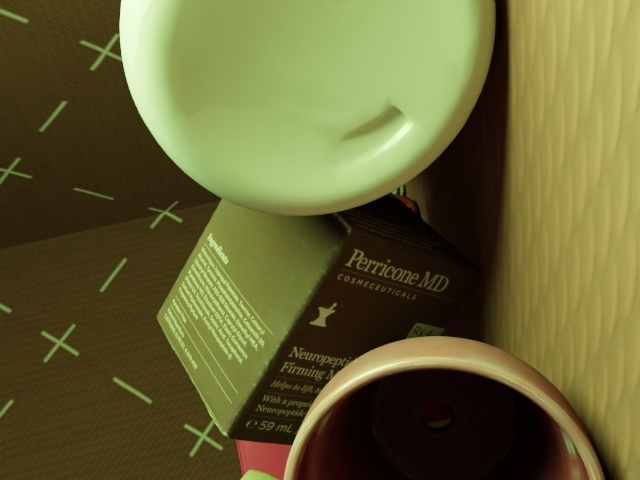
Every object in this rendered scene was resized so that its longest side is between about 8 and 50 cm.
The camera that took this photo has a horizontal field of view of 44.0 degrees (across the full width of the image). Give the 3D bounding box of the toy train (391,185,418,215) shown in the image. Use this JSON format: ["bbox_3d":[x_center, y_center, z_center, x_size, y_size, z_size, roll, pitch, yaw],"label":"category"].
[{"bbox_3d":[0.036,-0.004,0.892,0.105,0.143,0.248,90,166,-65],"label":"toy train"}]

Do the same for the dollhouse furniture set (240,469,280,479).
[{"bbox_3d":[0.020,0.380,0.735,0.198,0.286,0.303,-44,-28,-51],"label":"dollhouse furniture set"}]

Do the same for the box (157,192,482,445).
[{"bbox_3d":[-0.008,0.050,0.702,0.203,0.168,0.167,-59,42,16],"label":"box"}]

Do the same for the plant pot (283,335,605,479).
[{"bbox_3d":[0.088,0.154,0.573,0.180,0.201,0.201,-41,-60,-77],"label":"plant pot"}]

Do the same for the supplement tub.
[{"bbox_3d":[-0.030,-0.193,0.615,0.331,0.241,0.241,-112,10,-58],"label":"supplement tub"}]

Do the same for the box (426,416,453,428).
[{"bbox_3d":[0.138,0.330,0.809,0.094,0.113,0.275,173,85,-86],"label":"box"}]

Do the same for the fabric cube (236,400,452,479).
[{"bbox_3d":[0.040,0.314,1.000,0.254,0.259,0.258,97,160,-78],"label":"fabric cube"}]
